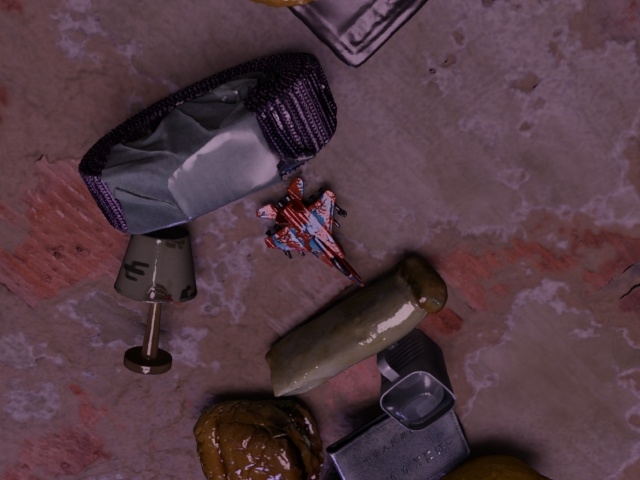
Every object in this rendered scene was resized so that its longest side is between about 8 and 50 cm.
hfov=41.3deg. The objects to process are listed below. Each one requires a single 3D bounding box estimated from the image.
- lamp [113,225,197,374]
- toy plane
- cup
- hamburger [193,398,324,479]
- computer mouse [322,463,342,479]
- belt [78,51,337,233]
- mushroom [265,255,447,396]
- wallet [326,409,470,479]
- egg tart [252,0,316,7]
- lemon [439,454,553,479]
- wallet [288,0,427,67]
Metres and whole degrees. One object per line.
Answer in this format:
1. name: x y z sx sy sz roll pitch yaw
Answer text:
1. lamp: -0.242 0.086 1.237 0.121 0.121 0.214 10 106 -5
2. toy plane: 0.000 -0.002 1.227 0.130 0.061 0.189 -38 116 18
3. cup: 0.132 0.203 1.294 0.128 0.129 0.095 41 110 -19
4. hamburger: -0.100 0.346 1.376 0.206 0.130 0.183 -5 115 6
5. computer mouse: 0.060 0.401 1.428 0.106 0.062 0.192 31 100 -33
6. belt: -0.138 -0.125 1.046 0.325 0.260 0.122 -22 117 5
7. mushroom: 0.052 0.133 1.272 0.312 0.100 0.081 -35 134 20
8. wallet: 0.132 0.339 1.377 0.222 0.036 0.167 -30 117 -13
9. egg tart: -0.044 -0.388 0.960 0.241 0.106 0.241 2 111 4
10. lemon: 0.274 0.463 1.394 0.260 0.204 0.204 -39 111 13
11. wallet: 0.016 -0.400 1.024 0.247 0.041 0.323 -42 107 19
